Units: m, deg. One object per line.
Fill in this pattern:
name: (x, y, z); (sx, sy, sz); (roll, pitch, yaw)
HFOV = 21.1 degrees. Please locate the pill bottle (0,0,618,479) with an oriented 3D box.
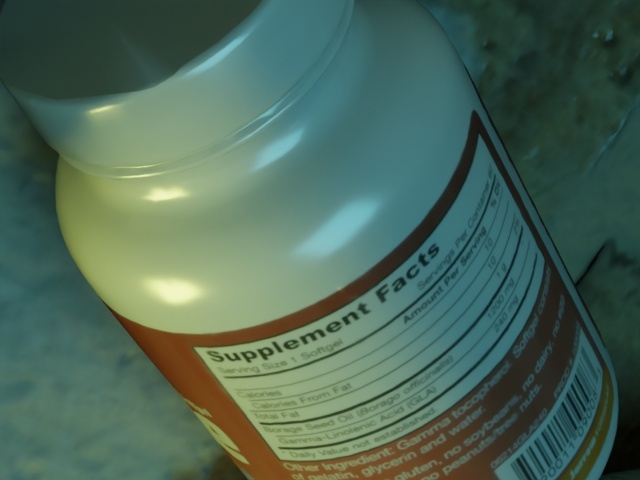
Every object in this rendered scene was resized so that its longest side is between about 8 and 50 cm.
pill bottle: (0.000, 0.000, 0.499); (0.121, 0.121, 0.216); (-39, 132, -6)

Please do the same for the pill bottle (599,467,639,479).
pill bottle: (0.121, 0.173, 0.658); (0.301, 0.169, 0.169); (-4, 121, -31)
